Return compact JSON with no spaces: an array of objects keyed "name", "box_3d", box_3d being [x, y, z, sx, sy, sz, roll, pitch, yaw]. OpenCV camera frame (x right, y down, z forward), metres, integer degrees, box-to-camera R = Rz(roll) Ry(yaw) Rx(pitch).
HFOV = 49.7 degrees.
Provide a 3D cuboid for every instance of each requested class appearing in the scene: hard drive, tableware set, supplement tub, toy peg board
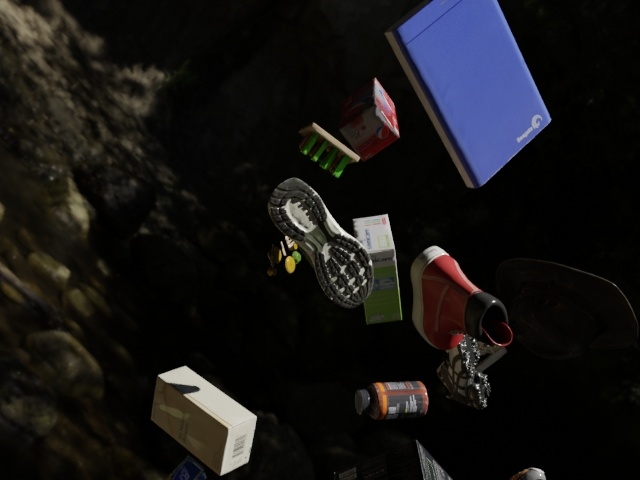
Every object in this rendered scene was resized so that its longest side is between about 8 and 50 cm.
[{"name":"hard drive","box_3d":[0.266,-0.281,1.202,0.318,0.210,0.040,56,-18,-24]},{"name":"tableware set","box_3d":[-0.106,0.050,1.952,0.024,0.154,0.104,-6,-67,31]},{"name":"supplement tub","box_3d":[0.202,0.460,1.988,0.198,0.106,0.106,2,11,-16]},{"name":"toy peg board","box_3d":[0.004,-0.240,1.915,0.161,0.079,0.160,36,-6,-13]}]

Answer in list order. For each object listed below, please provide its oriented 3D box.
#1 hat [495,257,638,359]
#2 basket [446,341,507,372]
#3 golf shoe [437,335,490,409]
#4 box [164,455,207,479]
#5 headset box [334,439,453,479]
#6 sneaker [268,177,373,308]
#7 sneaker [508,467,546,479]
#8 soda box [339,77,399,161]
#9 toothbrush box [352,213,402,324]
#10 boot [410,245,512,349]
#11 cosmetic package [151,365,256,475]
[{"name":"hat","box_3d":[0.514,0.182,1.527,0.331,0.134,0.331,30,-28,18]},{"name":"basket","box_3d":[0.322,0.208,1.567,0.103,0.113,0.167,48,7,-36]},{"name":"golf shoe","box_3d":[0.256,0.237,1.312,0.094,0.077,0.198,-2,-63,34]},{"name":"box","box_3d":[-0.337,0.575,1.565,0.054,0.169,0.059,32,-31,23]},{"name":"headset box","box_3d":[0.213,0.675,1.777,0.283,0.246,0.131,52,20,-34]},{"name":"sneaker","box_3d":[0.000,0.000,1.850,0.410,0.158,0.182,56,-5,-18]},{"name":"sneaker","box_3d":[0.366,0.522,1.261,0.084,0.215,0.083,26,-4,-26]},{"name":"soda box","box_3d":[0.100,-0.254,1.428,0.083,0.092,0.263,51,18,-16]},{"name":"toothbrush box","box_3d":[0.181,0.093,2.210,0.206,0.122,0.283,-93,173,-57]},{"name":"boot","box_3d":[0.233,0.140,1.107,0.176,0.088,0.244,44,-17,38]},{"name":"cosmetic package","box_3d":[-0.334,0.502,1.950,0.309,0.160,0.113,23,21,34]}]
